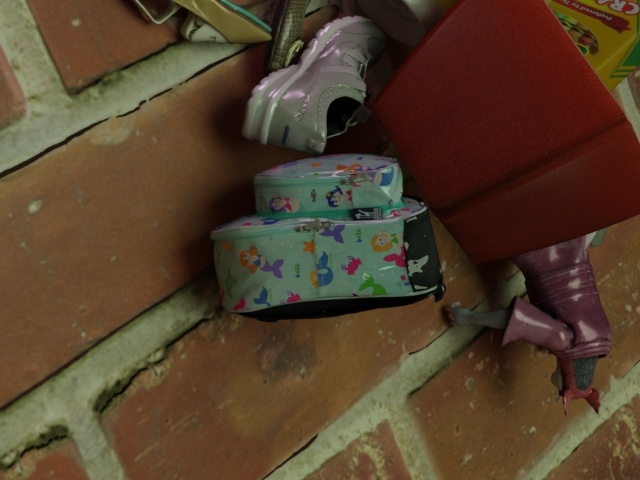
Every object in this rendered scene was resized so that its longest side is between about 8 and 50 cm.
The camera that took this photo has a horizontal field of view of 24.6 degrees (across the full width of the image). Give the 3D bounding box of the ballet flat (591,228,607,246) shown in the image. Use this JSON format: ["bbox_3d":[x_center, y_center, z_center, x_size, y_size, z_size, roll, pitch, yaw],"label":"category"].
[{"bbox_3d":[0.408,-0.094,2.199,0.072,0.068,0.213,-22,101,-43],"label":"ballet flat"}]

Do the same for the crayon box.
[{"bbox_3d":[0.345,-0.289,2.064,0.318,0.202,0.081,-41,149,-39],"label":"crayon box"}]

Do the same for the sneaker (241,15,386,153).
[{"bbox_3d":[0.017,-0.175,1.771,0.281,0.115,0.105,-48,160,-45],"label":"sneaker"}]

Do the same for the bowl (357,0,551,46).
[{"bbox_3d":[0.133,-0.338,1.840,0.156,0.289,0.289,-48,119,-16],"label":"bowl"}]

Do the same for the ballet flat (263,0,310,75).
[{"bbox_3d":[-0.015,-0.304,1.807,0.058,0.084,0.250,22,63,-10],"label":"ballet flat"}]

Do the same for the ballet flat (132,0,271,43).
[{"bbox_3d":[-0.158,-0.272,1.690,0.232,0.080,0.073,31,93,-34],"label":"ballet flat"}]

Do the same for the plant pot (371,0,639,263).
[{"bbox_3d":[0.220,-0.124,1.744,0.267,0.236,0.267,60,8,27],"label":"plant pot"}]

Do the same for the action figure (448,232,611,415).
[{"bbox_3d":[0.337,0.053,1.994,0.248,0.276,0.370,-4,75,-50],"label":"action figure"}]

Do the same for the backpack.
[{"bbox_3d":[0.000,0.000,1.670,0.225,0.254,0.191,-70,147,-83],"label":"backpack"}]
